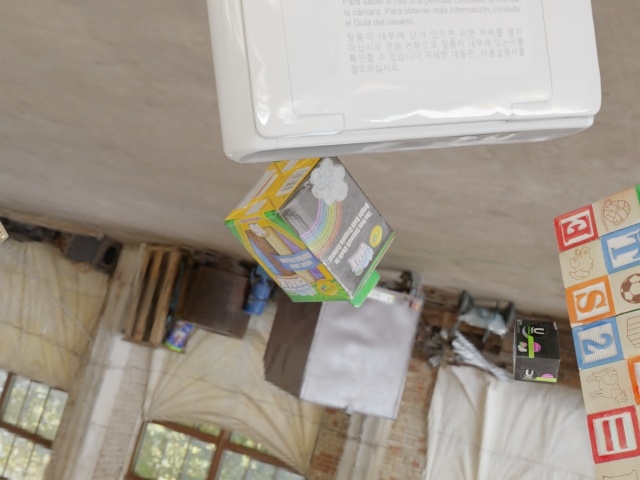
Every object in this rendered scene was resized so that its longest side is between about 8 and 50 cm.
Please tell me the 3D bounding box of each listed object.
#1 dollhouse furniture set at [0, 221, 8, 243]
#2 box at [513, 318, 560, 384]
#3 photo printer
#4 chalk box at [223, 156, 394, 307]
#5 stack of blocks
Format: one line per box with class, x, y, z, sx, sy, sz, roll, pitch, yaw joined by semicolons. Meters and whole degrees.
dollhouse furniture set;-0.461;-0.006;0.712;0.259;0.135;0.262;-30;-173;-35
box;0.315;0.162;1.083;0.062;0.083;0.052;3;125;11
photo printer;0.045;-0.213;0.488;0.256;0.307;0.107;-7;180;-16
chalk box;0.000;0.000;1.021;0.132;0.132;0.213;-6;129;49
stack of blocks;0.320;0.087;0.645;0.171;0.297;0.087;-25;137;33
